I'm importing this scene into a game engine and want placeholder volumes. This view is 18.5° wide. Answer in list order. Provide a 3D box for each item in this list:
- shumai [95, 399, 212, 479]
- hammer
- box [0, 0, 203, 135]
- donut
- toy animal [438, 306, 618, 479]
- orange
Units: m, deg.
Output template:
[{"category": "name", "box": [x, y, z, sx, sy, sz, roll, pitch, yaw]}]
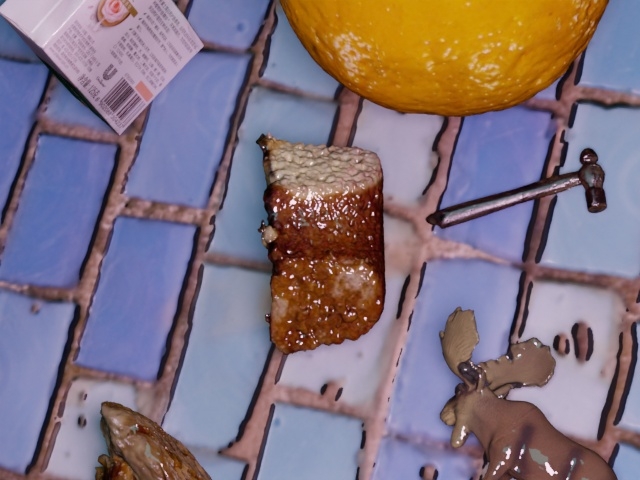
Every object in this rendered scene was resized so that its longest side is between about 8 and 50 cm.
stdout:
[{"category": "shumai", "box": [-0.159, 0.222, 1.828, 0.139, 0.123, 0.105, 23, 87, 9]}, {"category": "hammer", "box": [0.187, -0.038, 1.887, 0.178, 0.021, 0.065, -15, 66, 10]}, {"category": "box", "box": [-0.217, -0.213, 1.977, 0.081, 0.199, 0.135, 39, 82, 28]}, {"category": "donut", "box": [0.001, -0.004, 1.882, 0.126, 0.144, 0.186, -4, 36, 8]}, {"category": "toy animal", "box": [0.175, 0.176, 1.772, 0.214, 0.094, 0.186, 28, 82, 17]}, {"category": "orange", "box": [0.113, -0.288, 1.861, 0.341, 0.293, 0.340, -5, 68, 13]}]
